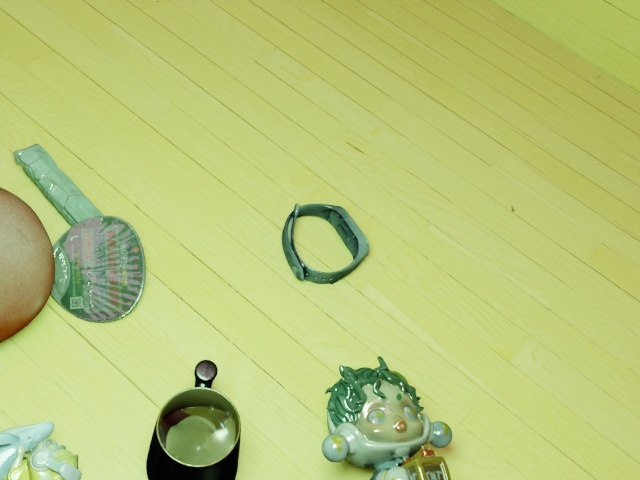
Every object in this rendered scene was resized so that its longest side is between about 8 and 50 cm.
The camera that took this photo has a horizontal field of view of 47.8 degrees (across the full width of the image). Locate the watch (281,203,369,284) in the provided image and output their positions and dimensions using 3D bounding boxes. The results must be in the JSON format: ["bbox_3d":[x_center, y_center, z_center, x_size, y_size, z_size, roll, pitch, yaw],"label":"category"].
[{"bbox_3d":[0.000,0.000,1.661,0.193,0.068,0.206,-19,61,-27],"label":"watch"}]

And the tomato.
[{"bbox_3d":[-0.651,0.036,1.307,0.321,0.321,0.321,7,52,-9],"label":"tomato"}]

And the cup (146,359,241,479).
[{"bbox_3d":[-0.233,0.329,1.274,0.166,0.177,0.239,-13,57,-22],"label":"cup"}]

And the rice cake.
[{"bbox_3d":[-0.562,-0.098,1.596,0.336,0.063,0.066,42,50,19],"label":"rice cake"}]

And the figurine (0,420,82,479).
[{"bbox_3d":[-0.498,0.396,1.194,0.184,0.128,0.208,20,59,-2],"label":"figurine"}]

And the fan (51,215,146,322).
[{"bbox_3d":[-0.488,0.084,1.476,0.294,0.012,0.223,-34,80,-13],"label":"fan"}]

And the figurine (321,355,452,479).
[{"bbox_3d":[0.126,0.392,1.303,0.261,0.186,0.382,13,43,-38],"label":"figurine"}]
